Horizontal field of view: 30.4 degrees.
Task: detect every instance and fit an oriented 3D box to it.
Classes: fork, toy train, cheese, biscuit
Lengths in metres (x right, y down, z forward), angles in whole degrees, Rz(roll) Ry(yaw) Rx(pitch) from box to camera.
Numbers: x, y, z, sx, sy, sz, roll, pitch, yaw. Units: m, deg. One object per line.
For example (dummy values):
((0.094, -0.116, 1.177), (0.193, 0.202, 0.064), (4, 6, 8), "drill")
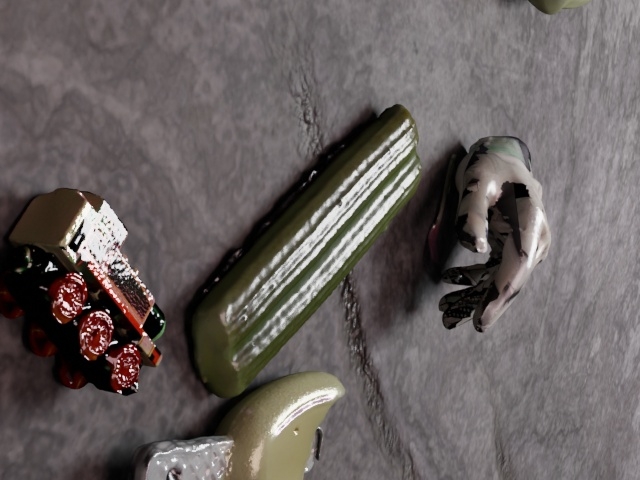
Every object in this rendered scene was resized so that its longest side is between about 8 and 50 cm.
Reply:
((0.119, -0.032, 1.153), (0.016, 0.012, 0.115), (38, 60, -58), "fork")
((-0.140, 0.036, 0.723), (0.087, 0.050, 0.138), (-64, 144, -32), "toy train")
((-0.061, 0.160, 0.871), (0.235, 0.050, 0.127), (9, 91, -60), "cheese")
((0.000, 0.000, 0.948), (0.322, 0.038, 0.099), (-48, 137, -42), "biscuit")

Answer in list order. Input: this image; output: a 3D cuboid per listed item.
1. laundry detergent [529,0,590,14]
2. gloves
((0.260, -0.331, 1.235), (0.253, 0.091, 0.181), (-24, 122, -54), "laundry detergent")
((0.172, -0.001, 1.138), (0.127, 0.111, 0.212), (101, -8, -52), "gloves")
